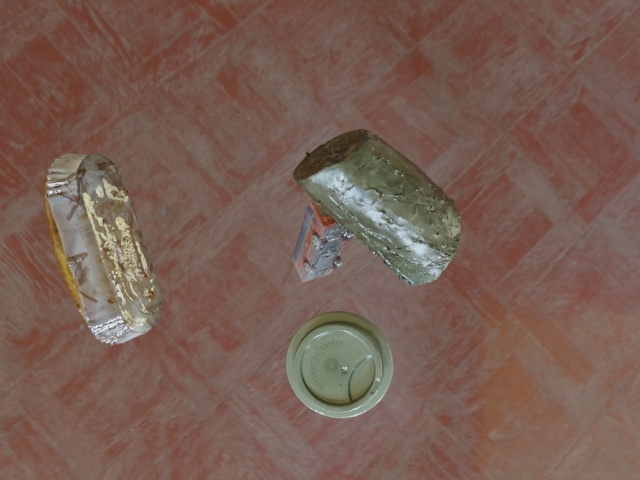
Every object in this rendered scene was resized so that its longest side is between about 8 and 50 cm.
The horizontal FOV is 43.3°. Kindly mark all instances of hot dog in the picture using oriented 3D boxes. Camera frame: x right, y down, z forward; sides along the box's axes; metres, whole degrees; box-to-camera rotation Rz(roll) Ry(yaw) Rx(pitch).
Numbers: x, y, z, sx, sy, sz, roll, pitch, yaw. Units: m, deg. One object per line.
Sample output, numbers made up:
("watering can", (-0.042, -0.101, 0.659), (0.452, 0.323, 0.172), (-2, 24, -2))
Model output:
("hot dog", (-0.296, 0.011, 1.086), (0.144, 0.075, 0.267), (-21, 100, -59))

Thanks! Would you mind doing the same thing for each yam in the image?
("yam", (0.065, -0.042, 0.847), (0.183, 0.107, 0.107), (38, 70, -26))

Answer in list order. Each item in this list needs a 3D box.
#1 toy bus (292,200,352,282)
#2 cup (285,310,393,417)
("toy bus", (0.000, 0.000, 1.325), (0.065, 0.192, 0.077), (-18, 64, -23))
("cup", (0.029, 0.134, 0.936), (0.120, 0.141, 0.119), (1, 94, 10))
